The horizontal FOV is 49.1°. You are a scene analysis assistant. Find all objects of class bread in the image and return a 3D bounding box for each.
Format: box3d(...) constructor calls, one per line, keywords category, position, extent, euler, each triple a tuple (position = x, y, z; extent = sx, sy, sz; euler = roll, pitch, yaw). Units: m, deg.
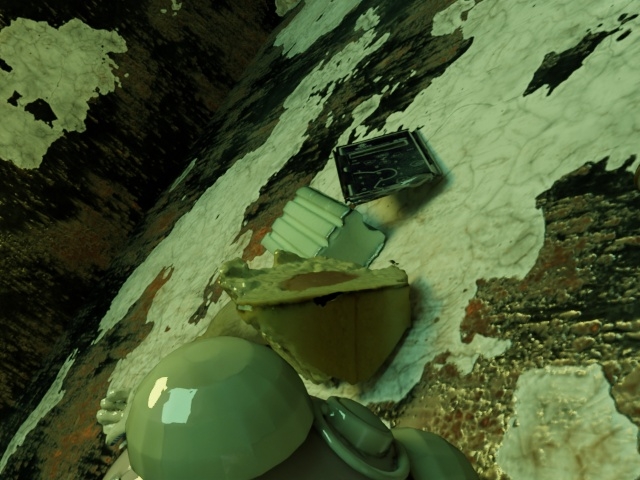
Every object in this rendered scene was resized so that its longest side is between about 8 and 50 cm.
box3d(category="bread", position=(0.008, 0.072, 0.953), extent=(0.211, 0.224, 0.184), euler=(-45, 27, -10))

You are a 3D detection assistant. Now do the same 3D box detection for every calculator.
box3d(category="calculator", position=(0.109, -0.135, 1.213), extent=(0.166, 0.028, 0.274), euler=(-16, 25, 4))

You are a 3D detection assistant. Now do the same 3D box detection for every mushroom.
box3d(category="mushroom", position=(-0.134, 0.150, 1.231), extent=(0.247, 0.108, 0.096), euler=(-32, -12, 32))

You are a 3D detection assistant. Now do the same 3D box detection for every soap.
box3d(category="soap", position=(0.000, 0.000, 1.228), extent=(0.150, 0.094, 0.261), euler=(-55, 24, 1))

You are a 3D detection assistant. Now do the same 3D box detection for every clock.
box3d(category="clock", position=(-0.049, 0.269, 0.594), extent=(0.325, 0.342, 0.184), euler=(-57, 28, 2))

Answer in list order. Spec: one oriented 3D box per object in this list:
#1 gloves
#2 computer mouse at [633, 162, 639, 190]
box3d(category="gloves", position=(-0.358, 0.327, 1.364), extent=(0.229, 0.097, 0.119), euler=(-28, 26, 32))
box3d(category="computer mouse", position=(0.346, -0.105, 0.586), extent=(0.158, 0.072, 0.310), euler=(-47, -12, 9))
